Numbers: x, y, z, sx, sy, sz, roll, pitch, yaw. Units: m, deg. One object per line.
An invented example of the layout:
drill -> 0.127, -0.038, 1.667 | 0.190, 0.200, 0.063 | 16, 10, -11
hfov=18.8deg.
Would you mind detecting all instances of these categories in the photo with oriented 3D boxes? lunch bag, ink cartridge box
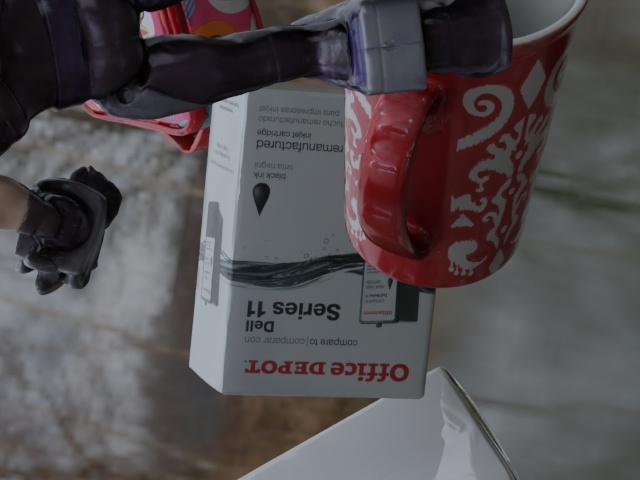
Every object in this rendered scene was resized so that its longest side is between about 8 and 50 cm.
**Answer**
lunch bag -> -0.162, -0.207, 1.841 | 0.293, 0.120, 0.258 | 15, 125, 59
ink cartridge box -> 0.000, 0.000, 1.312 | 0.087, 0.153, 0.208 | -149, 63, -70
ink cartridge box -> 0.044, 0.231, 1.518 | 0.117, 0.207, 0.283 | 58, 172, 21

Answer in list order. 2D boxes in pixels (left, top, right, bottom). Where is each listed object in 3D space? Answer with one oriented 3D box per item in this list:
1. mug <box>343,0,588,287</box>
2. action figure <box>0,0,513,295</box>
mug -> 0.047, -0.058, 0.915 | 0.150, 0.113, 0.169 | -31, -33, -28
action figure -> -0.074, -0.075, 0.705 | 0.099, 0.285, 0.185 | -127, 27, -66
